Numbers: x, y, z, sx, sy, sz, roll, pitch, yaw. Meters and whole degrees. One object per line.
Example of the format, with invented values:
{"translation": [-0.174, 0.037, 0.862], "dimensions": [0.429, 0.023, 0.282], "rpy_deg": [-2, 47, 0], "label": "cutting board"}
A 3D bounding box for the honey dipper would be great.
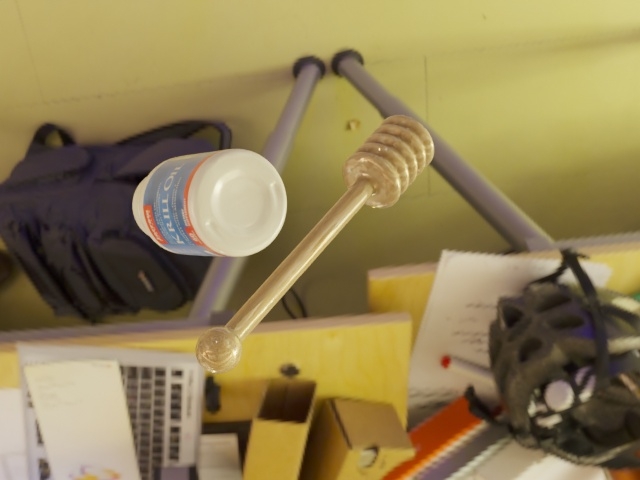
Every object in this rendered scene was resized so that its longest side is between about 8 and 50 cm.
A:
{"translation": [0.000, 0.000, 0.446], "dimensions": [0.030, 0.160, 0.030], "rpy_deg": [22, 138, 22], "label": "honey dipper"}

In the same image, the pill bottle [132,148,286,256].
{"translation": [-0.144, -0.043, 1.259], "dimensions": [0.124, 0.221, 0.124], "rpy_deg": [0, 89, -31], "label": "pill bottle"}
